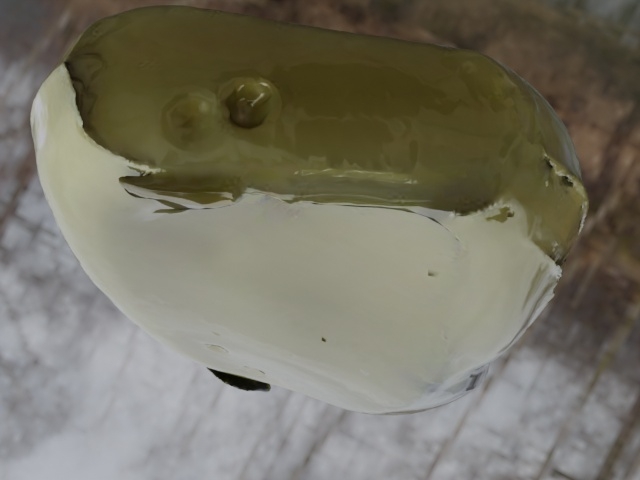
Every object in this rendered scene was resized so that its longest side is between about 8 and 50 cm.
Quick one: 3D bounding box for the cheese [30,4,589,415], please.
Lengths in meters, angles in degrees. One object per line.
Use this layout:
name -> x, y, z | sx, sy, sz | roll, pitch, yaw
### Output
cheese -> 0.000, 0.000, 0.936 | 0.259, 0.128, 0.316 | 12, 154, 10
